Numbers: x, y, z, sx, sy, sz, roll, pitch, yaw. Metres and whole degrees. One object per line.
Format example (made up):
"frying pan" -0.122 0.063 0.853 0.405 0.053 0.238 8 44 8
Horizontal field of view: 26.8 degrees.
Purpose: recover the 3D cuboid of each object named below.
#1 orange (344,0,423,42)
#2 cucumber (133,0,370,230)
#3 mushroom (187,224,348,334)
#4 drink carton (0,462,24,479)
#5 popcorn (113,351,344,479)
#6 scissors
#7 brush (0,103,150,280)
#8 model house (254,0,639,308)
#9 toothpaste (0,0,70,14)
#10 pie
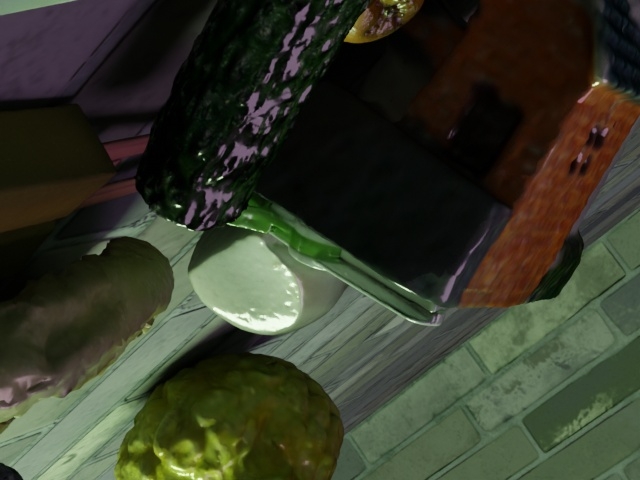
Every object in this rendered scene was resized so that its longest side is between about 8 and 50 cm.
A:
"orange" 0.025 -0.135 0.672 0.086 0.062 0.086 -35 171 -7
"cucumber" 0.000 -0.126 0.605 0.067 0.067 0.293 -18 148 -53
"mushroom" -0.003 -0.005 1.021 0.118 0.103 0.270 -21 -174 32
"drink carton" -0.234 0.070 0.464 0.191 0.190 0.185 -40 166 20
"popcorn" -0.094 0.222 1.410 0.237 0.206 0.251 -54 -179 11
"scissors" 0.000 0.000 0.824 0.101 0.204 0.027 -5 116 -42
"brush" -0.133 -0.027 0.701 0.103 0.047 0.233 -40 169 29
"model house" 0.116 -0.119 0.809 0.301 0.190 0.271 -56 158 13
"toothpaste" -0.137 -0.101 0.368 0.336 0.067 0.081 -22 166 -44
"pie" -0.222 0.093 0.751 0.339 0.077 0.339 -29 177 -2
